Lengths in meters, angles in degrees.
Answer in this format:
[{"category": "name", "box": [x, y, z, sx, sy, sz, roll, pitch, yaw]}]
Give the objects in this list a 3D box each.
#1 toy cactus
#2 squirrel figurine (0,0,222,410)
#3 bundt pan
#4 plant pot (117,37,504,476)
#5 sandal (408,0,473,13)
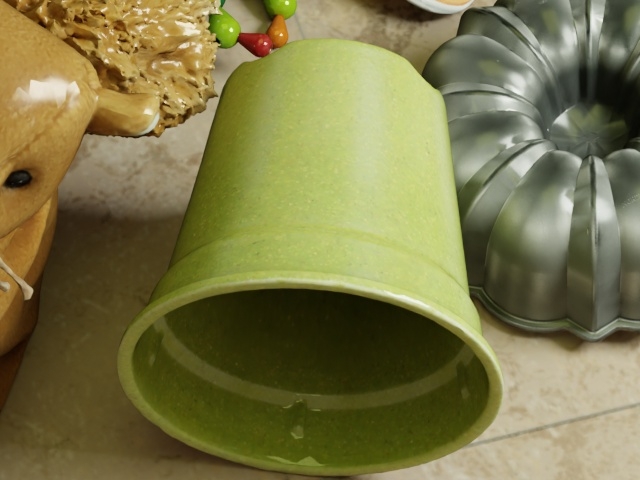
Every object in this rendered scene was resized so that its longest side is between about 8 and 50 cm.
[{"category": "toy cactus", "box": [-0.093, -0.261, 1.623, 0.180, 0.112, 0.219, 7, 63, 11]}, {"category": "squirrel figurine", "box": [-0.248, -0.086, 1.280, 0.281, 0.370, 0.397, 36, 55, -6]}, {"category": "bundt pan", "box": [0.221, -0.090, 1.474, 0.330, 0.124, 0.331, -3, 62, 6]}, {"category": "plant pot", "box": [0.000, 0.000, 1.335, 0.276, 0.276, 0.254, 5, 56, -2]}, {"category": "sandal", "box": [0.059, -0.318, 1.614, 0.265, 0.076, 0.102, 48, 40, -10]}]
